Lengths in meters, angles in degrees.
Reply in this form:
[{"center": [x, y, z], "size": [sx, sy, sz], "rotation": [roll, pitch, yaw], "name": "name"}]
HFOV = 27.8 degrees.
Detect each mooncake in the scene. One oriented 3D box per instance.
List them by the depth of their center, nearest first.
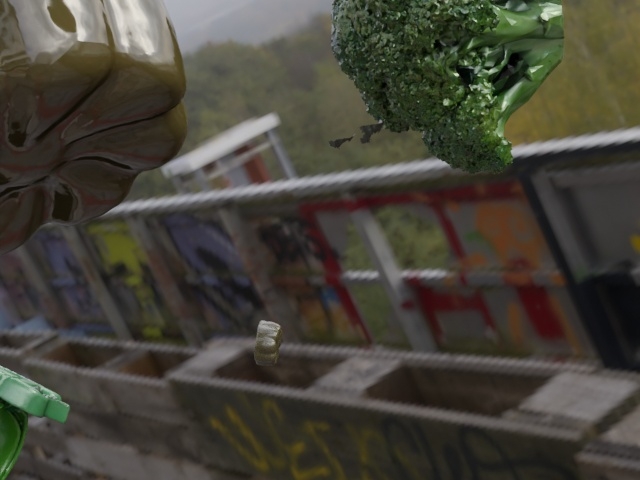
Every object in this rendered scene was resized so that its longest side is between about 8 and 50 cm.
[{"center": [-0.311, -0.133, 1.253], "size": [0.378, 0.201, 0.378], "rotation": [-20, -17, -7], "name": "mooncake"}, {"center": [-0.012, -0.006, 1.685], "size": [0.150, 0.057, 0.347], "rotation": [-71, 5, -78], "name": "mooncake"}]

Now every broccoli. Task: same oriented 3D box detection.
[{"center": [0.166, -0.303, 1.730], "size": [0.310, 0.413, 0.321], "rotation": [-17, -23, 34], "name": "broccoli"}]

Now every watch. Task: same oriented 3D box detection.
[{"center": [-0.362, 0.211, 1.399], "size": [0.165, 0.131, 0.152], "rotation": [64, -131, -73], "name": "watch"}]
